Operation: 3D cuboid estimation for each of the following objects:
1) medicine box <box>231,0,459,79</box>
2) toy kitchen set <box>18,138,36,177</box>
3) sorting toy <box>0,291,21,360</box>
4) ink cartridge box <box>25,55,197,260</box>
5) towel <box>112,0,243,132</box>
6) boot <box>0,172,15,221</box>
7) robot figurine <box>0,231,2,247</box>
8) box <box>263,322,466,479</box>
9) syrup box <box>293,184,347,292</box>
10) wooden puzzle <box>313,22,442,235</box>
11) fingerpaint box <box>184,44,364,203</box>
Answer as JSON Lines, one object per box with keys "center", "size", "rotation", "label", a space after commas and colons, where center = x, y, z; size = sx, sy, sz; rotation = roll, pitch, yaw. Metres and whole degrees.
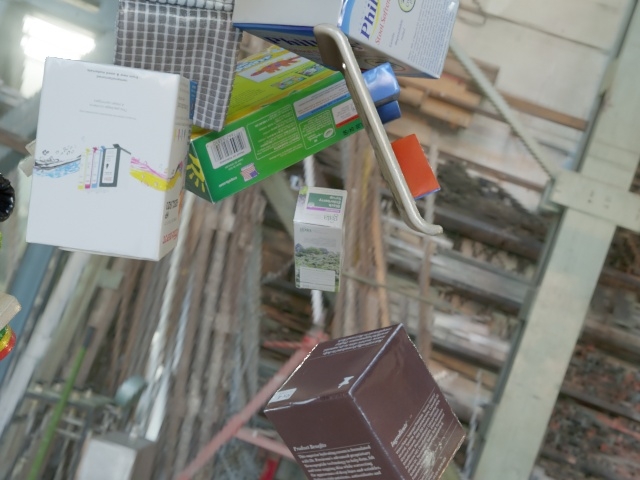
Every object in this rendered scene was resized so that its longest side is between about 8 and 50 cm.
{"center": [0.044, -0.394, 1.676], "size": [0.263, 0.149, 0.289], "rotation": [14, 1, 42], "label": "medicine box"}
{"center": [-0.573, -0.166, 1.973], "size": [0.083, 0.068, 0.075], "rotation": [55, 3, -23], "label": "toy kitchen set"}
{"center": [-0.641, 0.189, 1.596], "size": [0.255, 0.257, 0.089], "rotation": [12, -40, 38], "label": "sorting toy"}
{"center": [-0.263, -0.104, 1.247], "size": [0.168, 0.232, 0.171], "rotation": [8, 6, -1], "label": "ink cartridge box"}
{"center": [-0.271, -0.336, 1.817], "size": [0.235, 0.121, 0.283], "rotation": [3, -40, -12], "label": "towel"}
{"center": [-0.692, -0.083, 1.909], "size": [0.260, 0.131, 0.348], "rotation": [-6, -3, 23], "label": "boot"}
{"center": [-0.769, 0.015, 2.218], "size": [0.067, 0.115, 0.101], "rotation": [11, 13, -22], "label": "robot figurine"}
{"center": [0.066, 0.256, 1.361], "size": [0.168, 0.167, 0.203], "rotation": [-18, -71, 41], "label": "box"}
{"center": [0.000, 0.000, 1.922], "size": [0.093, 0.096, 0.237], "rotation": [7, -36, 5], "label": "syrup box"}
{"center": [0.107, -0.170, 1.515], "size": [0.348, 0.080, 0.322], "rotation": [63, 4, 0], "label": "wooden puzzle"}
{"center": [-0.162, -0.278, 2.196], "size": [0.371, 0.445, 0.163], "rotation": [26, -42, 53], "label": "fingerpaint box"}
